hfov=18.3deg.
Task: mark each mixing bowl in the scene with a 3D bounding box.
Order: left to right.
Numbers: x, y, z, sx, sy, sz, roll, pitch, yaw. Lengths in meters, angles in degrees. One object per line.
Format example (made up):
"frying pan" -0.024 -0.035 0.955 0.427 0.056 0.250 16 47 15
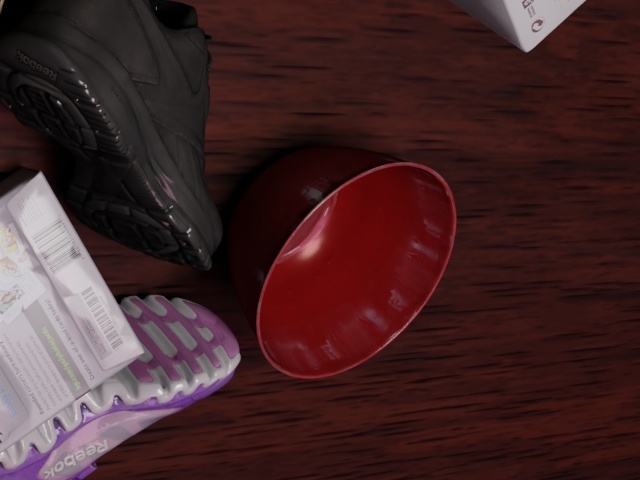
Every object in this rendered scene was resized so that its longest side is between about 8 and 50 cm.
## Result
"mixing bowl" 0.000 0.000 1.449 0.181 0.098 0.181 -25 136 -28

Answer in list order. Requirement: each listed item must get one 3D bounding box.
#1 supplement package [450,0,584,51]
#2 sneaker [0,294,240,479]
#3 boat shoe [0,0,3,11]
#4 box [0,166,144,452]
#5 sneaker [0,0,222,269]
"supplement package" 0.134 -0.304 1.244 0.262 0.198 0.199 -42 141 -9
"sneaker" -0.167 0.120 1.398 0.236 0.095 0.104 -21 139 -24
"boat shoe" -0.198 -0.166 1.154 0.050 0.045 0.135 -14 130 -38
"box" -0.226 0.063 1.275 0.186 0.038 0.145 -36 111 -19
"sneaker" -0.109 -0.080 1.272 0.130 0.109 0.286 -62 158 -22
